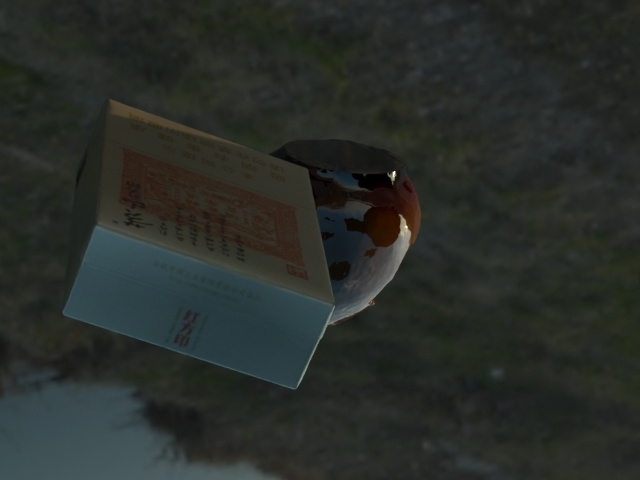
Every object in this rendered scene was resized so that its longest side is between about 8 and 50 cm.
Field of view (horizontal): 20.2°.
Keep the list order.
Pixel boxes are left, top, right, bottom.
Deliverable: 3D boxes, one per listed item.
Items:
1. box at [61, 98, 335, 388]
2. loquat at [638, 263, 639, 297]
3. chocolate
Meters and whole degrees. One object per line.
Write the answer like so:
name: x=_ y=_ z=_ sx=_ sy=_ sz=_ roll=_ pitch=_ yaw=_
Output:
box: x=-0.071 y=-0.003 z=1.022 sx=0.141 sy=0.201 sz=0.058 roll=19 pitch=111 yaw=-12
loquat: x=0.360 y=0.019 z=1.131 sx=0.329 sy=0.328 sz=0.328 roll=-14 pitch=161 yaw=-5
chocolate: x=0.000 y=0.000 z=1.257 sx=0.127 sy=0.133 sz=0.124 roll=0 pitch=-163 yaw=-24
